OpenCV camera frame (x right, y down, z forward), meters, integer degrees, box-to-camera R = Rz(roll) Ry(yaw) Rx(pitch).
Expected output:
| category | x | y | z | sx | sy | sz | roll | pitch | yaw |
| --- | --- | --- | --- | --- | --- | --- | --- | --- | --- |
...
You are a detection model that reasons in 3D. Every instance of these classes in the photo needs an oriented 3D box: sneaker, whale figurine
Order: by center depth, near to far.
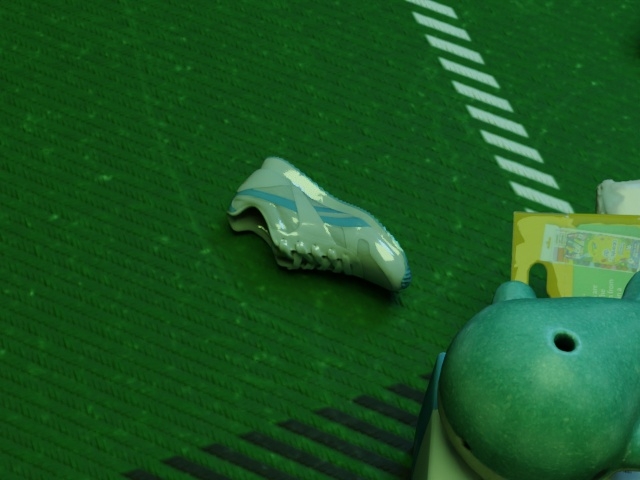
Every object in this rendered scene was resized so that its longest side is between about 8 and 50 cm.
| category | x | y | z | sx | sy | sz | roll | pitch | yaw |
| --- | --- | --- | --- | --- | --- | --- | --- | --- | --- |
| whale figurine | 0.231 | 0.102 | 1.122 | 0.272 | 0.141 | 0.216 | -26 | 60 | -23 |
| sneaker | 0.000 | 0.000 | 1.452 | 0.228 | 0.087 | 0.092 | 31 | 66 | 24 |

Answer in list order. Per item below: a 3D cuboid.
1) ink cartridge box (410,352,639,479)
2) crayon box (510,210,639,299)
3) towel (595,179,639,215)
| category | x | y | z | sx | sy | sz | roll | pitch | yaw |
| --- | --- | --- | --- | --- | --- | --- | --- | --- | --- |
| ink cartridge box | 0.182 | 0.278 | 1.202 | 0.198 | 0.197 | 0.270 | 8 | 55 | 1 |
| crayon box | 0.352 | 0.081 | 1.310 | 0.322 | 0.083 | 0.203 | 2 | 72 | 10 |
| towel | 0.451 | 0.092 | 1.362 | 0.316 | 0.053 | 0.332 | -1 | 70 | 9 |
